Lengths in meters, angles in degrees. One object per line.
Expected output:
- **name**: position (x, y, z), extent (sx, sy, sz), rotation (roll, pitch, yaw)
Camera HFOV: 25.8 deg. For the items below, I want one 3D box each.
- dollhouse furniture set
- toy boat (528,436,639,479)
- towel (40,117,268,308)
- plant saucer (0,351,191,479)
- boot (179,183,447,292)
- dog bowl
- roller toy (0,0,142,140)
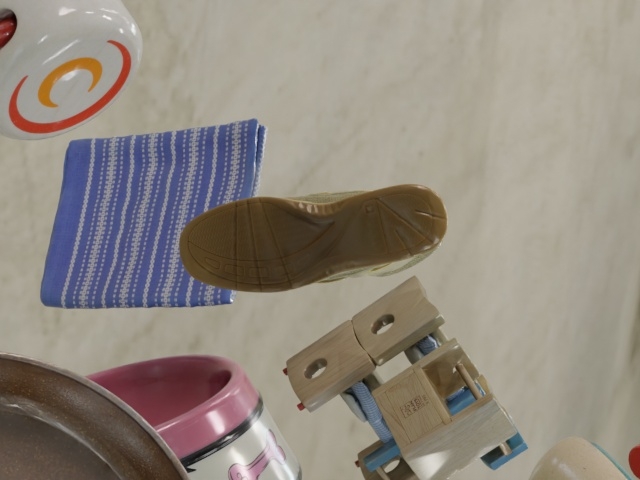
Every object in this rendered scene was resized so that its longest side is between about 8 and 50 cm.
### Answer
- **dollhouse furniture set**: position (0.073, 0.146, 1.043), extent (0.129, 0.129, 0.183), rotation (54, 4, -29)
- **toy boat**: position (0.406, 0.342, 1.793), extent (0.148, 0.267, 0.318), rotation (-9, 143, -32)
- **towel**: position (-0.223, -0.032, 1.783), extent (0.040, 0.336, 0.243), rotation (28, 65, -49)
- **plant saucer**: position (-0.214, 0.221, 0.827), extent (0.050, 0.311, 0.310), rotation (128, -17, -71)
- **boot**: position (0.000, 0.000, 1.423), extent (0.203, 0.262, 0.095), rotation (27, 52, -84)
- **dog bowl**: position (-0.235, 0.260, 1.654), extent (0.408, 0.408, 0.150), rotation (-36, 114, -61)
- **roller toy**: position (-0.301, -0.217, 1.482), extent (0.191, 0.146, 0.209), rotation (-27, 158, -19)
